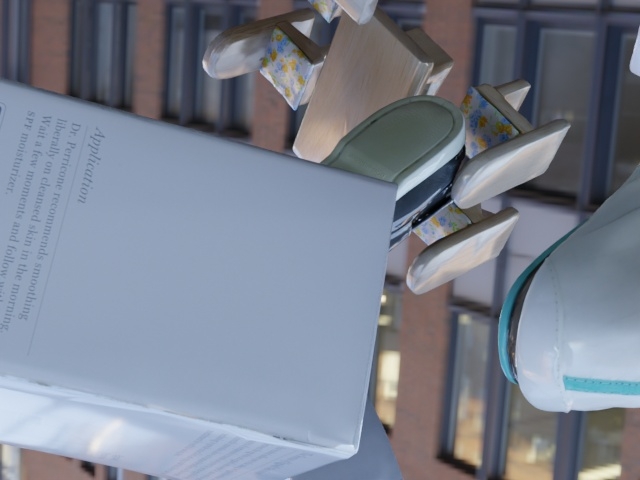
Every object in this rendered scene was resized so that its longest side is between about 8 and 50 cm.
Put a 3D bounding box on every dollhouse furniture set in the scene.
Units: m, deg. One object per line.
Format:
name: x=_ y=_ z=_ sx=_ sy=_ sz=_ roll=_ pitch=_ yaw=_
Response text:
dollhouse furniture set: x=0.036 y=-0.184 z=1.222 sx=0.256 sy=0.394 sz=0.362 roll=-23 pitch=-120 yaw=-36

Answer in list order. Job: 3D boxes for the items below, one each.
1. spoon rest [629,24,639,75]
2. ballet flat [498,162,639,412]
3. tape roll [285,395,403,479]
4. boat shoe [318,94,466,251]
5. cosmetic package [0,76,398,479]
spoon rest: x=0.400 y=-0.234 z=1.397 sx=0.137 sy=0.084 sz=0.276 roll=-38 pitch=176 yaw=14
ballet flat: x=0.260 y=-0.017 z=0.829 sx=0.139 sy=0.139 sz=0.400 roll=11 pitch=-141 yaw=35
tape roll: x=-0.013 y=0.171 z=0.886 sx=0.072 sy=0.219 sz=0.219 roll=-17 pitch=-163 yaw=-20
boat shoe: x=-0.002 y=-0.002 z=1.164 sx=0.340 sy=0.113 sz=0.127 roll=-38 pitch=-130 yaw=-19
cosmetic package: x=-0.106 y=0.035 z=0.642 sx=0.224 sy=0.138 sz=0.224 roll=15 pitch=161 yaw=-12
